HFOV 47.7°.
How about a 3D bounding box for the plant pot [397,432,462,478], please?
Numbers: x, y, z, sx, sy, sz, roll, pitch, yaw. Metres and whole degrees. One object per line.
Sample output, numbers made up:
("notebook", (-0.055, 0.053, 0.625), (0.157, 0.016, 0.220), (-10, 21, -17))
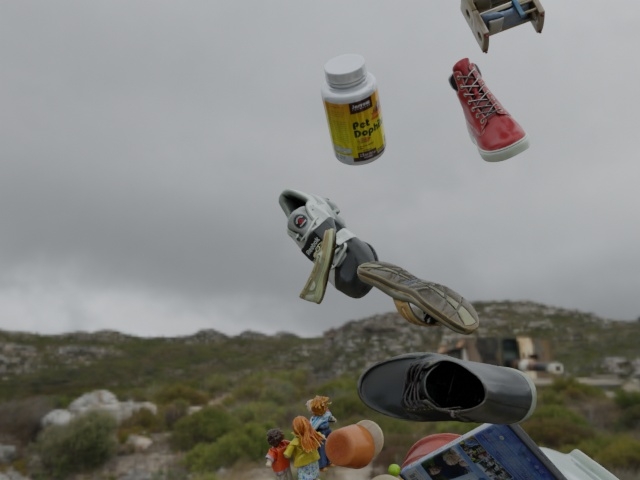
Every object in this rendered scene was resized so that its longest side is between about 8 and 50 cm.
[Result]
("plant pot", (0.208, 0.543, 1.351), (0.272, 0.272, 0.265), (-11, 6, 37))

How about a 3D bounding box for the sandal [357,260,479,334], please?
("sandal", (0.118, 0.077, 0.895), (0.180, 0.049, 0.072), (25, 23, 37))

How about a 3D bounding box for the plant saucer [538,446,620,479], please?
("plant saucer", (0.509, 0.471, 1.264), (0.400, 0.100, 0.400), (37, -1, 1))

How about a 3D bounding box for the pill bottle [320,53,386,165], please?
("pill bottle", (0.067, -0.271, 1.500), (0.117, 0.117, 0.215), (-4, -49, 13))

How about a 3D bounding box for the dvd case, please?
("dvd case", (0.261, 0.388, 1.133), (0.253, 0.180, 0.022), (-45, -4, 40))

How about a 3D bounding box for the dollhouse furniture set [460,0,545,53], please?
("dollhouse furniture set", (0.355, -0.485, 1.408), (0.129, 0.128, 0.183), (-20, -24, 2))

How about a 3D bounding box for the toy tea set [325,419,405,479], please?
("toy tea set", (0.085, 0.476, 1.207), (0.200, 0.335, 0.124), (3, -9, 33))

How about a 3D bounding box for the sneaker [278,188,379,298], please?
("sneaker", (0.000, 0.000, 1.521), (0.146, 0.122, 0.330), (24, 18, -39))

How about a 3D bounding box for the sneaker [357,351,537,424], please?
("sneaker", (0.112, 0.157, 0.801), (0.222, 0.083, 0.118), (-8, -20, 39))

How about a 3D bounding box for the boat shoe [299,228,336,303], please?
("boat shoe", (-0.004, 0.048, 1.413), (0.048, 0.153, 0.056), (14, 15, 8))

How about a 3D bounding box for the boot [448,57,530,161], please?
("boot", (0.309, -0.255, 1.375), (0.088, 0.176, 0.244), (-26, 22, 4))

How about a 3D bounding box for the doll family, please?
("doll family", (-0.014, 0.431, 1.575), (0.118, 0.163, 0.263), (-4, 9, 29))
